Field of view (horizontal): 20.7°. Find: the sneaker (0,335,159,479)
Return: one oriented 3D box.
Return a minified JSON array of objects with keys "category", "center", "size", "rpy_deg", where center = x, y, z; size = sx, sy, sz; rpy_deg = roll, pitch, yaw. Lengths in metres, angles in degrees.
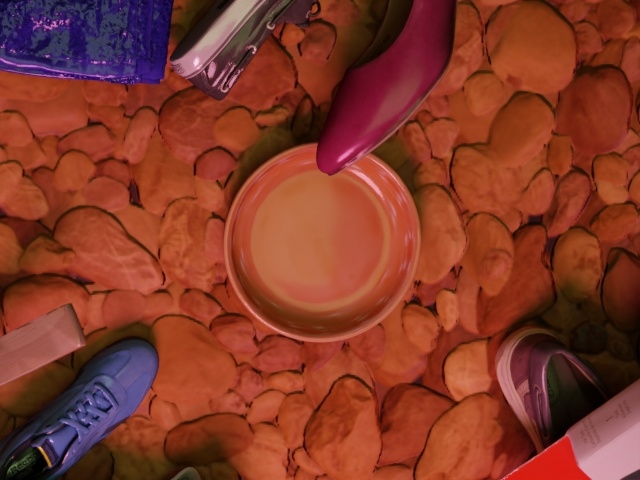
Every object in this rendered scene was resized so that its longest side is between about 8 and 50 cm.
[{"category":"sneaker","center":[-0.234,0.177,1.679],"size":[0.209,0.082,0.069],"rpy_deg":[-41,102,-6]}]

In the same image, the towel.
[{"category":"towel","center":[-0.238,-0.304,1.614],"size":[0.228,0.076,0.308],"rpy_deg":[5,97,-14]}]

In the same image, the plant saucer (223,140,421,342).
[{"category":"plant saucer","center":[0.000,0.000,1.729],"size":[0.200,0.037,0.200],"rpy_deg":[-2,99,-13]}]

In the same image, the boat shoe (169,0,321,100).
[{"category":"boat shoe","center":[-0.041,-0.226,1.670],"size":[0.228,0.080,0.076],"rpy_deg":[-47,111,-2]}]

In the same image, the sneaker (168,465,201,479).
[{"category":"sneaker","center":[-0.189,0.270,1.672],"size":[0.282,0.099,0.153],"rpy_deg":[35,90,-35]}]

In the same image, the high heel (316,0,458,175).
[{"category":"high heel","center":[0.062,-0.251,1.669],"size":[0.181,0.127,0.377],"rpy_deg":[37,78,-16]}]

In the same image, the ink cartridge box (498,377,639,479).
[{"category":"ink cartridge box","center":[0.329,0.277,1.751],"size":[0.239,0.060,0.275],"rpy_deg":[-38,121,14]}]

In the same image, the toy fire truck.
[{"category":"toy fire truck","center":[-0.364,0.078,1.612],"size":[0.246,0.158,0.217],"rpy_deg":[-20,101,-21]}]

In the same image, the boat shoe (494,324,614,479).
[{"category":"boat shoe","center":[0.278,0.216,1.792],"size":[0.103,0.092,0.285],"rpy_deg":[-32,104,-8]}]
